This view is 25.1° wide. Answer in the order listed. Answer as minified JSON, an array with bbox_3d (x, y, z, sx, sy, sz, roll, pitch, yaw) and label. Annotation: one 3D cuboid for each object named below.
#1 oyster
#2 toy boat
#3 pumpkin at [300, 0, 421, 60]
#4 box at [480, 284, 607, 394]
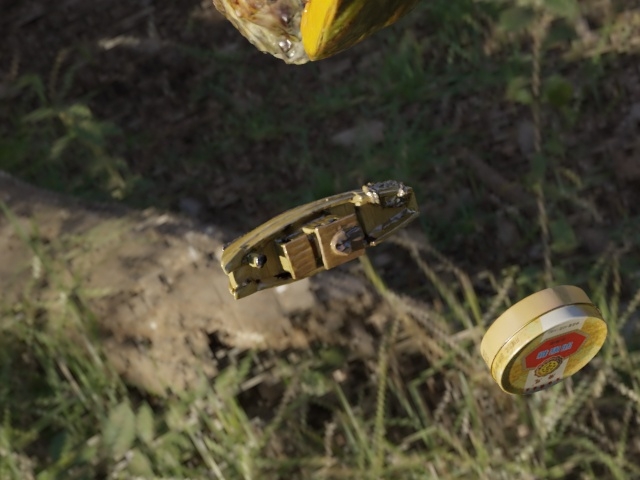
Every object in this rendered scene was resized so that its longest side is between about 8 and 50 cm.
[{"bbox_3d":[-0.084,-0.283,1.356,0.100,0.271,0.275,-44,1,-24],"label":"oyster"},{"bbox_3d":[0.000,0.000,1.306,0.206,0.064,0.072,-25,20,-26],"label":"toy boat"},{"bbox_3d":[0.075,-0.307,1.096,0.095,0.290,0.258,31,57,33],"label":"pumpkin"},{"bbox_3d":[0.185,0.083,1.192,0.105,0.105,0.037,-26,56,-3],"label":"box"}]
